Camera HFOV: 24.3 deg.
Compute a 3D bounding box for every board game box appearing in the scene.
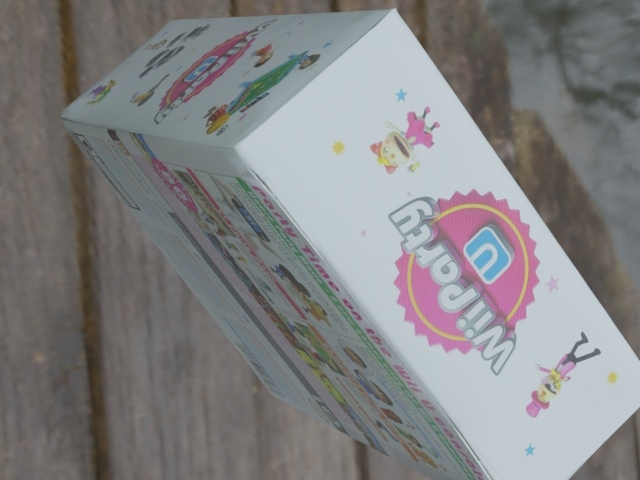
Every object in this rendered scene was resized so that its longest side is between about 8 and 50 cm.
[{"bbox_3d":[0.000,0.000,0.762,0.097,0.303,0.224,-42,111,-13],"label":"board game box"}]
